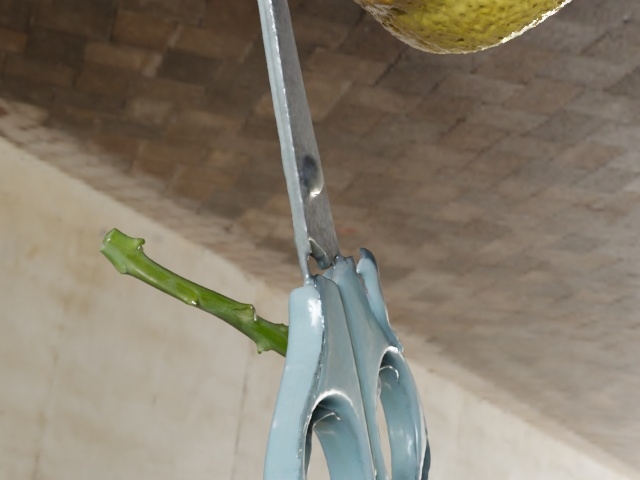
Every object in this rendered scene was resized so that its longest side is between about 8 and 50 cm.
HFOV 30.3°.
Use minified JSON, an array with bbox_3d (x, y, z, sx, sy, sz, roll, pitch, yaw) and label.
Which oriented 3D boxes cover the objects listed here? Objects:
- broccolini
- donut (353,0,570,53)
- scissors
[{"bbox_3d":[-0.032,0.044,0.617,0.052,0.054,0.194,3,151,44],"label":"broccolini"},{"bbox_3d":[0.078,-0.147,0.559,0.152,0.152,0.058,-10,135,44],"label":"donut"},{"bbox_3d":[0.001,0.000,0.560,0.029,0.360,0.191,-7,-176,23],"label":"scissors"}]
